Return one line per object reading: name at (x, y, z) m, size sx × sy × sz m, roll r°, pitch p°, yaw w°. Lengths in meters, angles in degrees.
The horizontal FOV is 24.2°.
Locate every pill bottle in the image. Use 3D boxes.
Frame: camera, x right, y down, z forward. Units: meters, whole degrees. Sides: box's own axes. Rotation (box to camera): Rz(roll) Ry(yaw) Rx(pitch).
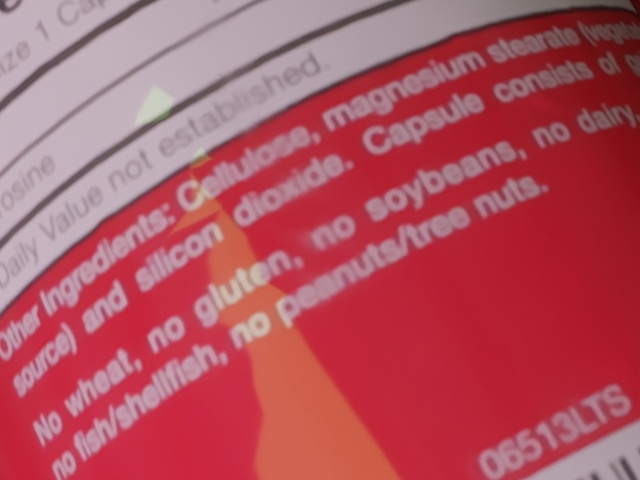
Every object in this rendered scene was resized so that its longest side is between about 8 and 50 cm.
pill bottle at (0.000, 0.000, 0.431) m, size 0.229 × 0.229 × 0.408 m, roll -36°, pitch 71°, yaw 23°
